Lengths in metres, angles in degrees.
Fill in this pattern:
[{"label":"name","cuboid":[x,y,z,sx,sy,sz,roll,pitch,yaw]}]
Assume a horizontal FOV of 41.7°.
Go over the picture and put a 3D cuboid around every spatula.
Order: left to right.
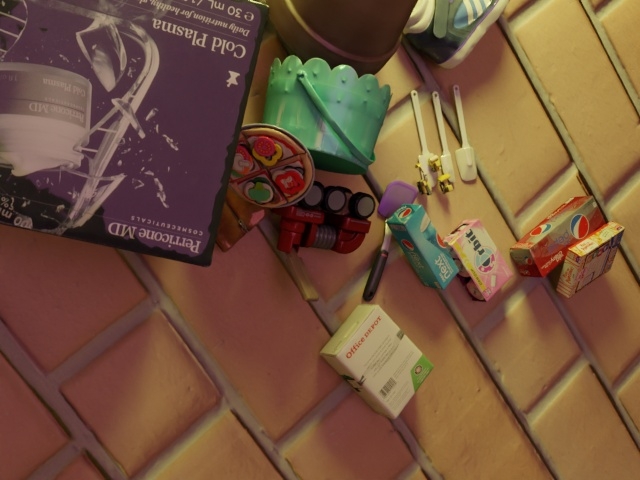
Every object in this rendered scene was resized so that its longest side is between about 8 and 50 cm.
[{"label":"spatula","cuboid":[0.152,0.002,1.974,0.084,0.030,0.296,22,79,-24]},{"label":"spatula","cuboid":[0.303,-0.257,2.067,0.168,0.019,0.242,-13,95,-21]}]

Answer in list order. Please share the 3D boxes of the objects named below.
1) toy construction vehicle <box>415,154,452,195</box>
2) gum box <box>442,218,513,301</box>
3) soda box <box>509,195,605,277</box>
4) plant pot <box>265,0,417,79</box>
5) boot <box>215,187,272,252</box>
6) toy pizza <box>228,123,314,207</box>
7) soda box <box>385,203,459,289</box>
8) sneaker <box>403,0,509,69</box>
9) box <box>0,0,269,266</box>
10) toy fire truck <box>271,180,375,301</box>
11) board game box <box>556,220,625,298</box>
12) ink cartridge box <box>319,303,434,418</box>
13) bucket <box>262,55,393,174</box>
[{"label":"toy construction vehicle","cuboid":[0.276,-0.151,2.028,0.086,0.035,0.098,-24,103,-20]},{"label":"gum box","cuboid":[0.380,0.045,2.073,0.107,0.062,0.188,-41,107,-22]},{"label":"soda box","cuboid":[0.616,-0.011,2.185,0.263,0.083,0.092,-35,106,-23]},{"label":"plant pot","cuboid":[0.089,-0.548,1.756,0.323,0.280,0.323,18,54,-26]},{"label":"boot","cuboid":[-0.190,-0.158,1.766,0.264,0.096,0.280,-49,111,-23]},{"label":"toy pizza","cuboid":[-0.112,-0.143,1.688,0.201,0.201,0.032,42,36,-20]},{"label":"soda box","cuboid":[0.242,0.015,1.979,0.071,0.067,0.210,-46,119,-24]},{"label":"sneaker","cuboid":[0.311,-0.598,2.013,0.236,0.130,0.323,40,77,-25]},{"label":"box","cuboid":[-0.395,-0.238,1.495,0.480,0.297,0.471,12,91,-19]},{"label":"toy fire truck","cuboid":[0.000,0.000,1.834,0.217,0.158,0.246,10,97,-34]},{"label":"board game box","cuboid":[0.707,0.050,2.198,0.193,0.045,0.146,-26,137,-33]},{"label":"ink cartridge box","cuboid":[0.129,0.273,1.921,0.219,0.092,0.160,48,69,-18]},{"label":"bucket","cuboid":[0.006,-0.257,1.780,0.281,0.281,0.183,15,86,-26]}]
